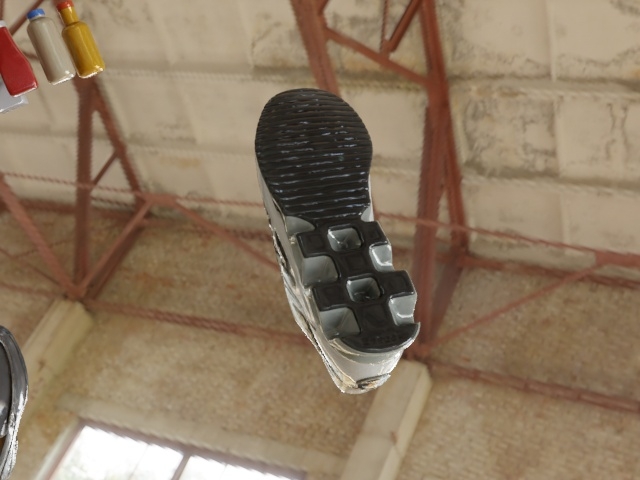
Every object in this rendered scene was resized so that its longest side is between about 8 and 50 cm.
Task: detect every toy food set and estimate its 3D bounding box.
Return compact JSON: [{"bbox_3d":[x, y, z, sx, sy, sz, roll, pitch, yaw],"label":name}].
[{"bbox_3d":[-0.420,-0.238,1.367,0.111,0.232,0.105,-133,-159,-85],"label":"toy food set"}]

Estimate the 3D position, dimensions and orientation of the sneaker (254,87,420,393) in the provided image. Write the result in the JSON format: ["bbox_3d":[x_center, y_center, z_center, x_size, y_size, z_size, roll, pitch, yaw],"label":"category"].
[{"bbox_3d":[0.000,0.000,1.012,0.122,0.331,0.146,-5,-33,-12],"label":"sneaker"}]

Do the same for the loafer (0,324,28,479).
[{"bbox_3d":[-0.297,0.157,0.911,0.062,0.061,0.170,3,-70,-5],"label":"loafer"}]
